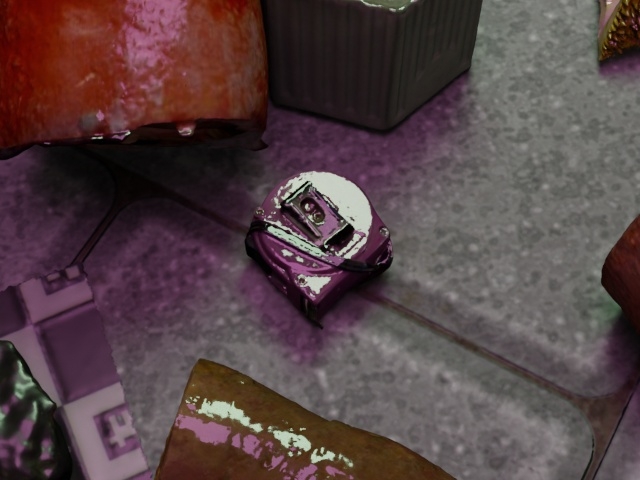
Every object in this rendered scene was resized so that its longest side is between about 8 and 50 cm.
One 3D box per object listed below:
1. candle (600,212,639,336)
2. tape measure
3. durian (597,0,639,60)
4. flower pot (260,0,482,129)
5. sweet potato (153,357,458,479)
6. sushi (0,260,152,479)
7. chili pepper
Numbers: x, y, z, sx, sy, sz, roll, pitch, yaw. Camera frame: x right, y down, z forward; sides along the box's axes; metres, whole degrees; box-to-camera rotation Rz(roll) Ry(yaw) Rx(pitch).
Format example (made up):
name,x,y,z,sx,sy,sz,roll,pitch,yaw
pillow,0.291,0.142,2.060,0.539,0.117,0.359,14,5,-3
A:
name,x,y,z,sx,sy,sz,roll,pitch,yaw
candle,0.385,-0.038,0.926,0.317,0.287,0.131,-26,62,-9
tape measure,0.000,0.000,1.020,0.125,0.074,0.118,41,70,16
durian,0.336,-0.287,1.144,0.132,0.165,0.182,-6,26,32
flower pot,0.040,-0.249,1.077,0.239,0.190,0.209,-38,68,-17
sweet potato,0.021,0.212,0.892,0.336,0.131,0.131,22,66,13
sushi,-0.342,0.182,0.919,0.373,0.100,0.296,-20,65,-9
chili pepper,-0.171,-0.221,0.980,0.251,0.306,0.229,8,14,42
